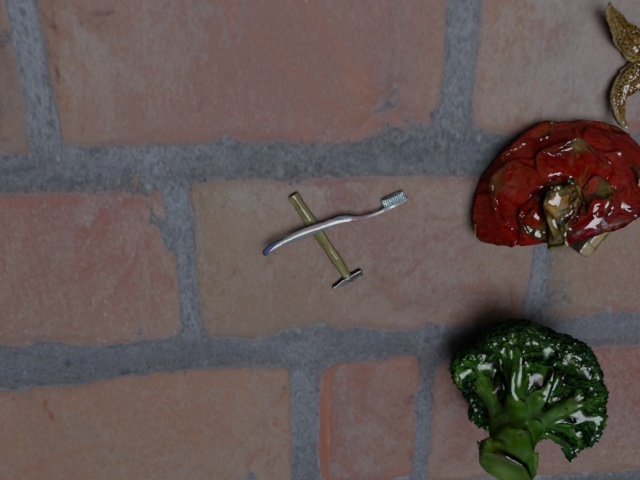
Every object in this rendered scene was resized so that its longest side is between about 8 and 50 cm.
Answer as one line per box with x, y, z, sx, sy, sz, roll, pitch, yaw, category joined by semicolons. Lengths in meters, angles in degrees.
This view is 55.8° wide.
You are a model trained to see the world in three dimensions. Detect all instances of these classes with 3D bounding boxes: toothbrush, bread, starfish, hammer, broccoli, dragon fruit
0.025;-0.029;1.045;0.269;0.021;0.027;-21;97;-2;toothbrush
0.471;-0.004;1.029;0.105;0.152;0.077;32;107;-10;bread
0.551;-0.292;0.964;0.235;0.062;0.277;-42;105;12;starfish
0.000;0.000;1.070;0.062;0.013;0.199;-31;110;8;hammer
0.361;0.294;1.075;0.297;0.297;0.298;19;138;18;broccoli
0.390;-0.101;0.953;0.316;0.205;0.152;-24;111;5;dragon fruit
